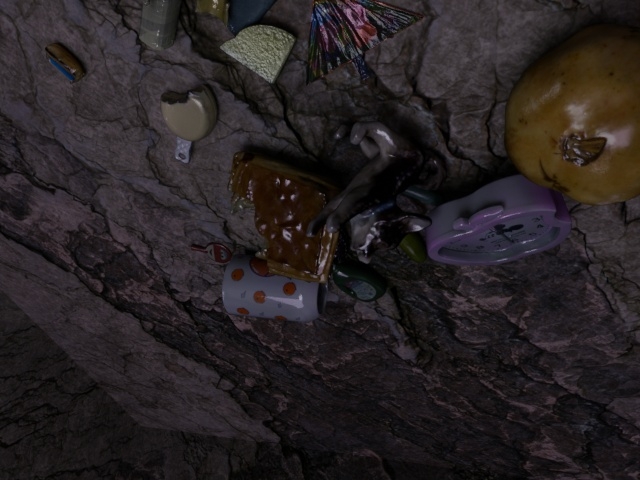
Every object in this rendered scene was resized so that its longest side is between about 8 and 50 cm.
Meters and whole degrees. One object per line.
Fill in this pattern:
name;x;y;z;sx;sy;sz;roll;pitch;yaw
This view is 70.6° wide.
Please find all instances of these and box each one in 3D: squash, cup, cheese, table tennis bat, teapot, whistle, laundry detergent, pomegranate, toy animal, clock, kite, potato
squash;0.231;-0.024;1.327;0.258;0.069;0.069;42;132;-18
cup;-0.143;0.166;1.539;0.317;0.212;0.212;5;132;15
cheese;-0.360;-0.318;1.273;0.163;0.071;0.249;11;133;13
table tennis bat;-0.400;0.040;1.656;0.154;0.019;0.098;12;134;6
teapot;-0.377;-0.549;1.044;0.077;0.107;0.200;34;134;2
whistle;0.242;-0.140;1.235;0.186;0.039;0.039;21;135;1
laundry detergent;0.106;0.133;1.491;0.210;0.063;0.137;30;141;-25
pomegranate;0.526;-0.234;0.861;0.332;0.333;0.333;11;134;11
toy animal;0.160;-0.108;1.099;0.302;0.345;0.194;19;171;-18
cheese;-0.237;-0.523;1.006;0.084;0.041;0.060;18;143;0
clock;0.427;-0.039;1.110;0.338;0.102;0.338;-4;157;-2
kite;0.058;-0.474;1.018;0.321;0.016;0.234;-19;120;32
potato;-0.142;-0.462;1.067;0.149;0.081;0.120;30;109;-16

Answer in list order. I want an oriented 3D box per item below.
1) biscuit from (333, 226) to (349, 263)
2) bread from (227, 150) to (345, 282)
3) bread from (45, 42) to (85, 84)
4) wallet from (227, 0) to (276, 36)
biscuit;0.000;0.000;1.443;0.194;0.053;0.195;10;134;11
bread;-0.093;-0.074;1.299;0.369;0.191;0.314;19;111;21
bread;-0.709;-0.494;1.259;0.106;0.053;0.072;42;155;-15
wallet;-0.117;-0.609;0.935;0.379;0.046;0.191;-28;115;39
